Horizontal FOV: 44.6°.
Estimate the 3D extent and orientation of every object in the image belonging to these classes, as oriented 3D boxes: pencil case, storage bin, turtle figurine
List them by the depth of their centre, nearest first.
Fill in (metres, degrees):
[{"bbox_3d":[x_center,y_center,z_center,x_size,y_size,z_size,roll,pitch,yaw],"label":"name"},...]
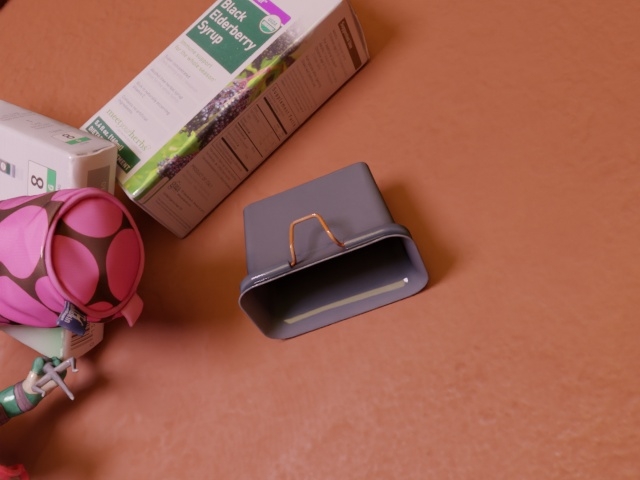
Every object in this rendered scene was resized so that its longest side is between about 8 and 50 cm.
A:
[{"bbox_3d":[-0.225,0.023,0.558,0.209,0.098,0.095,-4,45,32],"label":"pencil case"},{"bbox_3d":[-0.294,0.120,0.571,0.234,0.175,0.118,1,73,44],"label":"turtle figurine"},{"bbox_3d":[0.000,0.000,0.594,0.135,0.098,0.091,-21,53,8],"label":"storage bin"}]

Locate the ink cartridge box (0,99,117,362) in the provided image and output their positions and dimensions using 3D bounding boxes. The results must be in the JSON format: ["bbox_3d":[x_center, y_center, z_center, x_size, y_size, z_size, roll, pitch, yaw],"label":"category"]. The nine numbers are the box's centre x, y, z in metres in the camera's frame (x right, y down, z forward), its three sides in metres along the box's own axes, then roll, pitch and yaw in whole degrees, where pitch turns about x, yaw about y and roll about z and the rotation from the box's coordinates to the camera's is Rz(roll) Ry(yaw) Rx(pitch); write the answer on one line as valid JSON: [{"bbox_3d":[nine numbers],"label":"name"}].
[{"bbox_3d":[-0.273,-0.024,0.651,0.224,0.056,0.181,21,116,22],"label":"ink cartridge box"}]

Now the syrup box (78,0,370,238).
[{"bbox_3d":[-0.078,-0.125,0.665,0.237,0.096,0.093,-45,64,-3],"label":"syrup box"}]
